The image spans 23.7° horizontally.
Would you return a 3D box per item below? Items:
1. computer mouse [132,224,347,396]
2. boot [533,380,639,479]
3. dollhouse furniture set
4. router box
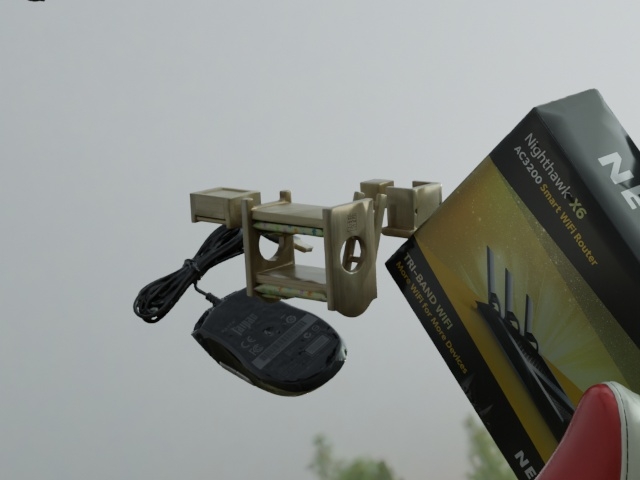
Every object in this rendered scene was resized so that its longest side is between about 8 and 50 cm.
[{"bbox_3d":[-0.052,0.075,1.609,0.184,0.262,0.060,-44,-40,-29],"label":"computer mouse"},{"bbox_3d":[0.111,0.197,1.008,0.176,0.244,0.088,14,11,-11],"label":"boot"},{"bbox_3d":[0.000,0.000,1.425,0.182,0.101,0.161,8,16,44],"label":"dollhouse furniture set"},{"bbox_3d":[0.211,0.074,1.218,0.081,0.309,0.243,-19,-20,-39],"label":"router box"}]
